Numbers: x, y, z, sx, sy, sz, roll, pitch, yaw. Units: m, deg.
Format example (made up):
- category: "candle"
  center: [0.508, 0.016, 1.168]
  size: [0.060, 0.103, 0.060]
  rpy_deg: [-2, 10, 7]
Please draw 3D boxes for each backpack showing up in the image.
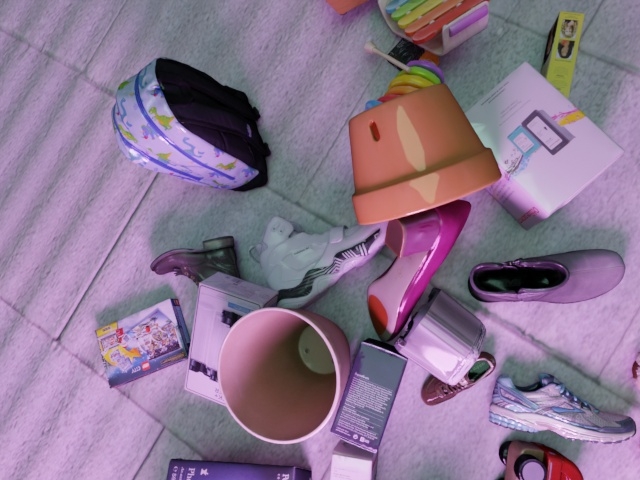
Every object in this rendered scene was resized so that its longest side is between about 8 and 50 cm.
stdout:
- category: "backpack"
  center: [-0.306, -0.272, 1.132]
  size: [0.273, 0.355, 0.290]
  rpy_deg: [-18, 80, 10]

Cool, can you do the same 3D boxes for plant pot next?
- category: "plant pot"
  center: [-0.039, 0.255, 1.029]
  size: [0.256, 0.274, 0.257]
  rpy_deg: [0, 90, 20]
- category: "plant pot"
  center: [0.179, -0.173, 0.940]
  size: [0.290, 0.291, 0.203]
  rpy_deg: [-20, 96, 9]

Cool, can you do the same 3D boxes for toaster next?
- category: "toaster"
  center: [0.258, 0.204, 1.016]
  size: [0.146, 0.227, 0.129]
  rpy_deg: [35, 113, 14]

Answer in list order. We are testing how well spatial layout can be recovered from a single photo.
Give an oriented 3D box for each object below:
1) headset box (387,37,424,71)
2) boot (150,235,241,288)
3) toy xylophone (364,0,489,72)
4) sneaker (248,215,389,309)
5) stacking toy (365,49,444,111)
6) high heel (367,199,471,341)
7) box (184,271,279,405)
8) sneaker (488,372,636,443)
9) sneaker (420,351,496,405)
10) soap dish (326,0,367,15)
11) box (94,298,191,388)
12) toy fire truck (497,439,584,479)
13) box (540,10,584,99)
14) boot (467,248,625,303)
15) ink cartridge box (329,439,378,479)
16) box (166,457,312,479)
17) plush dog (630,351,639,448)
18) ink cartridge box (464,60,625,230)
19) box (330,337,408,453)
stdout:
- category: "headset box"
  center: [0.219, -0.477, 1.215]
  size: [0.062, 0.032, 0.083]
  rpy_deg: [44, 94, 14]
- category: "boot"
  center: [-0.297, 0.124, 1.214]
  size: [0.263, 0.091, 0.229]
  rpy_deg: [-16, 85, 14]
- category: "toy xylophone"
  center: [0.238, -0.511, 1.123]
  size: [0.236, 0.081, 0.322]
  rpy_deg: [-38, 43, -7]
- category: "sneaker"
  center: [0.000, 0.000, 1.139]
  size: [0.366, 0.137, 0.210]
  rpy_deg: [-38, 79, 8]
- category: "stacking toy"
  center: [0.234, -0.371, 1.149]
  size: [0.175, 0.166, 0.302]
  rpy_deg: [20, 75, 13]
- category: "high heel"
  center: [0.213, 0.079, 1.032]
  size: [0.181, 0.377, 0.127]
  rpy_deg: [-15, 49, -21]
- category: "box"
  center: [-0.212, 0.239, 1.126]
  size: [0.169, 0.087, 0.290]
  rpy_deg: [18, 108, 13]
- category: "sneaker"
  center: [0.505, 0.346, 1.001]
  size: [0.283, 0.110, 0.122]
  rpy_deg: [4, 80, 12]
- category: "sneaker"
  center: [0.304, 0.307, 1.066]
  size: [0.188, 0.071, 0.066]
  rpy_deg: [-36, 77, 5]
- category: "soap dish"
  center: [0.116, -0.717, 1.201]
  size: [0.290, 0.118, 0.229]
  rpy_deg: [-24, 60, 7]
- category: "box"
  center: [-0.460, 0.268, 1.247]
  size: [0.233, 0.044, 0.159]
  rpy_deg: [-23, 78, 8]
- category: "toy fire truck"
  center: [0.498, 0.546, 0.963]
  size: [0.246, 0.158, 0.217]
  rpy_deg: [11, 84, 1]
- category: "box"
  center: [0.549, -0.399, 1.108]
  size: [0.058, 0.087, 0.232]
  rpy_deg: [12, 84, 11]
- category: "boot"
  center: [0.478, 0.079, 0.983]
  size: [0.338, 0.223, 0.118]
  rpy_deg: [-13, 79, 10]
- category: "ink cartridge box"
  center: [0.069, 0.554, 1.038]
  size: [0.093, 0.154, 0.212]
  rpy_deg: [3, 82, 12]
- category: "box"
  center: [-0.185, 0.639, 1.028]
  size: [0.294, 0.183, 0.296]
  rpy_deg: [-2, 62, 10]
- category: "plush dog"
  center: [0.734, 0.340, 0.890]
  size: [0.210, 0.225, 0.262]
  rpy_deg: [-1, 82, 12]
- category: "ink cartridge box"
  center: [0.449, -0.193, 1.041]
  size: [0.197, 0.198, 0.270]
  rpy_deg: [-41, 77, 3]
- category: "box"
  center: [0.114, 0.333, 1.061]
  size: [0.108, 0.153, 0.207]
  rpy_deg: [19, 87, 14]
